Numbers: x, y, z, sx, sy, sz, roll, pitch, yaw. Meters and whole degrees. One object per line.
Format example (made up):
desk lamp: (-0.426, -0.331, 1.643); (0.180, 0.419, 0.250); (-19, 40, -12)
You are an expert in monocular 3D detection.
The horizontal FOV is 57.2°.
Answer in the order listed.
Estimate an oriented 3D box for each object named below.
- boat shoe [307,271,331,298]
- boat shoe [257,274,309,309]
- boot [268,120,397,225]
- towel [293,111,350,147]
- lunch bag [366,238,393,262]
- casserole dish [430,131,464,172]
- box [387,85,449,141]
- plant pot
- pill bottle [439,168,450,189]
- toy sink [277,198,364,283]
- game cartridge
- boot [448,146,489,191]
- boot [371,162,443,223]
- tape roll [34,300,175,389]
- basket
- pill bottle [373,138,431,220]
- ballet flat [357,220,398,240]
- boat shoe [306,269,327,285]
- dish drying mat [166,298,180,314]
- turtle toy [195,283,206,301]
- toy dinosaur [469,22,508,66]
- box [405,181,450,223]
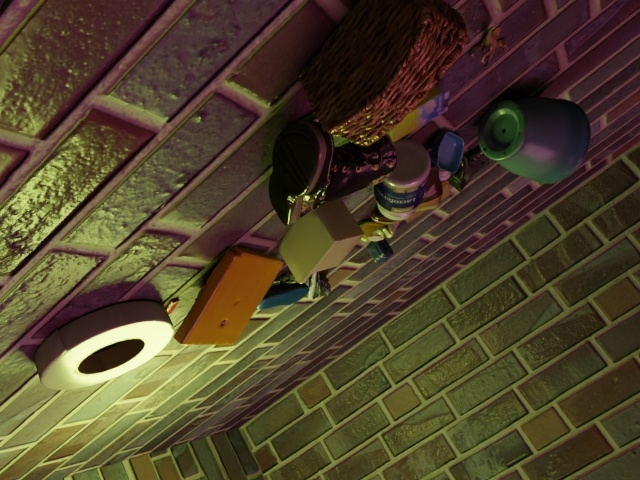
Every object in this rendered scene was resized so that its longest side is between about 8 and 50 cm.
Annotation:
boat shoe: (-0.003, 0.144, 2.157); (0.083, 0.065, 0.183); (-5, 140, -11)
boat shoe: (-0.139, 0.171, 2.061); (0.258, 0.089, 0.109); (1, 132, -54)
boot: (0.040, -0.182, 1.338); (0.284, 0.138, 0.377); (-24, 162, -21)
towel: (0.050, -0.246, 1.457); (0.248, 0.038, 0.325); (-32, 159, -1)
lunch bag: (0.233, 0.036, 2.253); (0.067, 0.098, 0.065); (-6, 144, -40)
casserole dish: (0.388, -0.272, 1.806); (0.188, 0.037, 0.114); (5, 101, -55)
box: (0.248, -0.332, 1.528); (0.178, 0.042, 0.109); (-31, 160, -2)
plant pot: (0.642, -0.325, 1.821); (0.255, 0.271, 0.271); (4, 142, -35)
pill bottle: (0.398, -0.217, 1.965); (0.065, 0.065, 0.116); (-26, 158, -15)
toy sink: (0.000, 0.000, 1.776); (0.131, 0.152, 0.234); (-13, 151, -41)
game cartridge: (-0.272, 0.175, 1.790); (0.323, 0.053, 0.285); (-59, 155, 5)
boot: (0.508, -0.276, 2.002); (0.161, 0.083, 0.246); (-44, 159, -3)
boot: (0.276, -0.163, 1.922); (0.248, 0.090, 0.207); (-15, 140, 2)
tape roll: (-0.619, 0.308, 1.706); (0.392, 0.072, 0.392); (-26, 159, -11)
basket: (0.147, -0.320, 1.134); (0.223, 0.213, 0.299); (12, 133, -45)
pill bottle: (0.234, -0.168, 1.721); (0.153, 0.153, 0.264); (-29, 159, -8)
ballet flat: (0.218, -0.040, 2.091); (0.231, 0.077, 0.077); (-14, 150, -40)
boat shoe: (-0.008, 0.165, 2.257); (0.064, 0.060, 0.178); (-18, 155, -32)
dish drying mat: (-0.458, 0.206, 1.798); (0.032, 0.008, 0.083); (-12, 151, -43)
turtle toy: (-0.334, 0.171, 1.808); (0.130, 0.066, 0.095); (0, 122, -58)
toy dinosaur: (0.411, -0.483, 1.435); (0.092, 0.053, 0.183); (-56, 159, 17)
box: (0.389, -0.144, 2.168); (0.201, 0.021, 0.164); (-37, 159, 6)
